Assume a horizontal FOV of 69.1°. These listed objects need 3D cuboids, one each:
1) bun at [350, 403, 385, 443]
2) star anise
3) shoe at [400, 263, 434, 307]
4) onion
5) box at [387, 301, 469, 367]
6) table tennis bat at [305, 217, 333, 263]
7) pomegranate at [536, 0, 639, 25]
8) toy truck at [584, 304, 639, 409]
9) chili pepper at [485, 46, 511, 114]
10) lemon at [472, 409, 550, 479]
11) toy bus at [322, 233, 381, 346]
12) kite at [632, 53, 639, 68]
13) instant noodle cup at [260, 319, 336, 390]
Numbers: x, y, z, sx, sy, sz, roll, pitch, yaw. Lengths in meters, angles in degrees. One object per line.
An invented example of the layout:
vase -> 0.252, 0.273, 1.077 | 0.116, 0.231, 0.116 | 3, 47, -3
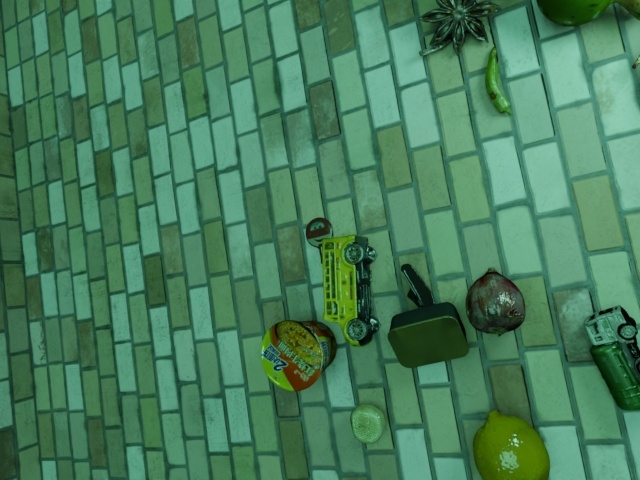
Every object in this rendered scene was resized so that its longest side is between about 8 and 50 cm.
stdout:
bun -> 0.145, 0.550, 1.403 | 0.115, 0.069, 0.115 | 0, 89, 25
star anise -> 0.385, -0.633, 1.327 | 0.230, 0.081, 0.262 | 37, 129, -8
shoe -> 0.278, 0.144, 1.373 | 0.053, 0.062, 0.159 | -37, 79, 46
onion -> 0.464, 0.155, 1.249 | 0.160, 0.159, 0.194 | -12, 56, 23
box -> 0.302, 0.263, 1.310 | 0.201, 0.090, 0.144 | -20, 111, 23
table tennis bat -> 0.000, 0.000, 1.521 | 0.098, 0.019, 0.154 | -13, 80, 22
pomegranate -> 0.685, -0.637, 1.140 | 0.302, 0.236, 0.235 | 32, 100, 22
toy truck -> 0.741, 0.289, 1.140 | 0.125, 0.101, 0.242 | -28, 79, 32
chili pepper -> 0.491, -0.448, 1.312 | 0.049, 0.043, 0.207 | -16, 81, 35
lemon -> 0.488, 0.557, 1.190 | 0.187, 0.187, 0.243 | -28, 80, 20
toy bus -> 0.086, 0.151, 1.407 | 0.152, 0.144, 0.329 | -4, 85, 23
kite -> 0.873, -0.529, 1.130 | 0.152, 0.015, 0.285 | 27, 99, -8
instant noodle cup -> -0.052, 0.340, 1.442 | 0.214, 0.174, 0.213 | -1, 89, 24
